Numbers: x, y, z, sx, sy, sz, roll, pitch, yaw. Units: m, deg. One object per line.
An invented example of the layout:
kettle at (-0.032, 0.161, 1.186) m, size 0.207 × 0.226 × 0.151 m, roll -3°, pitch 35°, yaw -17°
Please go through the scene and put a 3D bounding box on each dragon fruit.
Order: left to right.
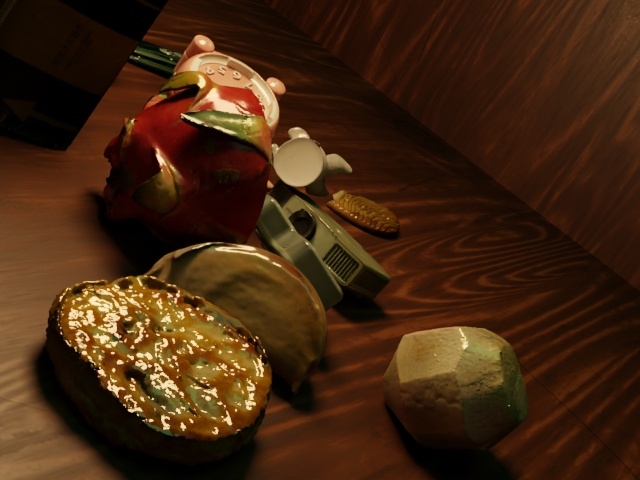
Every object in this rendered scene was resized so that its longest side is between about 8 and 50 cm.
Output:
dragon fruit at (-0.234, -0.123, 1.552) m, size 0.226 × 0.305 × 0.305 m, roll 4°, pitch 32°, yaw -25°

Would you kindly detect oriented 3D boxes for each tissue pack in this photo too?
tissue pack at (-0.459, -0.404, 1.642) m, size 0.253 × 0.416 × 0.264 m, roll 22°, pitch 26°, yaw -39°

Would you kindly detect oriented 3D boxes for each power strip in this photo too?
power strip at (-0.060, 0.012, 1.611) m, size 0.193 × 0.059 × 0.265 m, roll 58°, pitch -7°, yaw -17°

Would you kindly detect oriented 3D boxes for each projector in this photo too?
projector at (0.000, 0.000, 1.830) m, size 0.269 × 0.088 × 0.193 m, roll 46°, pitch 8°, yaw 30°

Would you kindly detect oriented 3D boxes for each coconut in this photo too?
coconut at (0.213, 0.240, 1.520) m, size 0.237 × 0.237 × 0.197 m, roll 2°, pitch 77°, yaw -54°

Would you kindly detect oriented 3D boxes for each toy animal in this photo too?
toy animal at (-0.028, -0.155, 1.896) m, size 0.131 × 0.103 × 0.221 m, roll 37°, pitch 5°, yaw 12°

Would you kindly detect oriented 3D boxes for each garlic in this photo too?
garlic at (-0.138, 0.085, 1.429) m, size 0.338 × 0.151 × 0.196 m, roll 30°, pitch 37°, yaw -10°

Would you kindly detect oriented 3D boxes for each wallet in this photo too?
wallet at (-0.391, -0.460, 2.400) m, size 0.236 × 0.055 × 0.160 m, roll 19°, pitch 18°, yaw -31°

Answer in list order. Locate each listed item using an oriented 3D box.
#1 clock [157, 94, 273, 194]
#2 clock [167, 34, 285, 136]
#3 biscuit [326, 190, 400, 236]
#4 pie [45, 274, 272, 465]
clock at (-0.218, -0.170, 1.937) m, size 0.220 × 0.106 × 0.255 m, roll 2°, pitch 41°, yaw -52°
clock at (-0.197, -0.251, 1.835) m, size 0.227 × 0.142 × 0.241 m, roll 28°, pitch 36°, yaw -19°
biscuit at (0.114, -0.070, 2.283) m, size 0.176 × 0.031 × 0.228 m, roll 39°, pitch 22°, yaw 11°
pie at (-0.206, 0.166, 1.212) m, size 0.315 × 0.092 × 0.315 m, roll 26°, pitch 26°, yaw -14°
